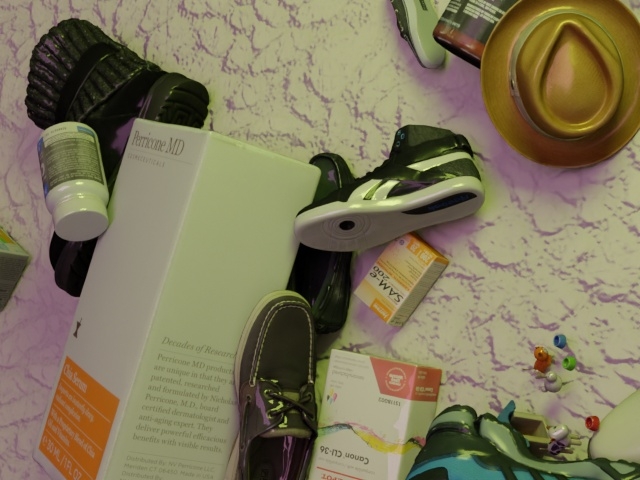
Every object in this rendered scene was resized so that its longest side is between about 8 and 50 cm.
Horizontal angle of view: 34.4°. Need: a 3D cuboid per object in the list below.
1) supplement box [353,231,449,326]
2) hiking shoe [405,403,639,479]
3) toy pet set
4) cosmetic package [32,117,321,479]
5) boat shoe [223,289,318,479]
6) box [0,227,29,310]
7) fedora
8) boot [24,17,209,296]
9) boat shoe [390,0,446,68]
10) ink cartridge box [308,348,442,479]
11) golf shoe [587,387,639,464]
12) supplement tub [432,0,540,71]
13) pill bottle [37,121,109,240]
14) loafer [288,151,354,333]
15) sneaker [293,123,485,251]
[{"bbox_3d":[0.093,0.042,1.196,0.062,0.036,0.098,42,104,32],"label":"supplement box"},{"bbox_3d":[0.217,0.266,0.960,0.304,0.113,0.132,14,44,31],"label":"hiking shoe"},{"bbox_3d":[0.213,0.171,1.059,0.122,0.065,0.114,-101,31,-48],"label":"toy pet set"},{"bbox_3d":[-0.180,0.097,1.243,0.230,0.162,0.453,17,89,57],"label":"cosmetic package"},{"bbox_3d":[-0.046,0.201,1.153,0.092,0.103,0.285,19,98,63],"label":"boat shoe"},{"bbox_3d":[-0.556,0.008,1.566,0.203,0.114,0.103,37,102,32],"label":"box"},{"bbox_3d":[0.257,-0.168,1.065,0.194,0.079,0.194,1,100,5],"label":"fedora"},{"bbox_3d":[-0.329,-0.119,1.433,0.260,0.131,0.348,27,85,26],"label":"boot"},{"bbox_3d":[0.113,-0.263,1.240,0.040,0.049,0.142,-33,62,44],"label":"boat shoe"},{"bbox_3d":[0.058,0.230,1.165,0.115,0.067,0.198,7,85,33],"label":"ink cartridge box"},{"bbox_3d":[0.354,0.132,0.955,0.273,0.120,0.105,-35,38,20],"label":"golf shoe"},{"bbox_3d":[0.215,-0.285,1.141,0.106,0.106,0.197,36,100,32],"label":"supplement tub"},{"bbox_3d":[-0.305,-0.072,1.282,0.078,0.078,0.137,-33,55,23],"label":"pill bottle"},{"bbox_3d":[0.000,0.000,1.238,0.076,0.078,0.223,-3,80,31],"label":"loafer"},{"bbox_3d":[0.072,-0.066,1.186,0.217,0.079,0.121,-12,53,5],"label":"sneaker"}]
